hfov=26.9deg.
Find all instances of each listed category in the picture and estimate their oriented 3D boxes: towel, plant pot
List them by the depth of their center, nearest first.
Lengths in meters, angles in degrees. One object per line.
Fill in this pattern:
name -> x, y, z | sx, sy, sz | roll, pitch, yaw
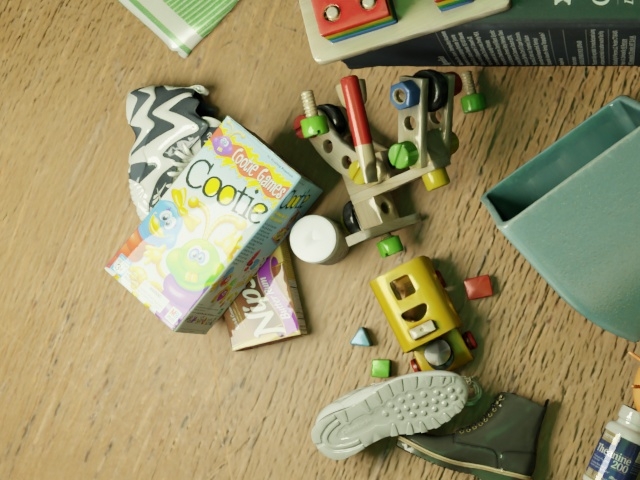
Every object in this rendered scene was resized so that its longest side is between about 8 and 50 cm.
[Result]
plant pot -> 0.397, -0.014, 1.786 | 0.248, 0.247, 0.252 | -37, 98, 7
towel -> -0.185, -0.471, 2.038 | 0.248, 0.038, 0.325 | 43, 93, 10

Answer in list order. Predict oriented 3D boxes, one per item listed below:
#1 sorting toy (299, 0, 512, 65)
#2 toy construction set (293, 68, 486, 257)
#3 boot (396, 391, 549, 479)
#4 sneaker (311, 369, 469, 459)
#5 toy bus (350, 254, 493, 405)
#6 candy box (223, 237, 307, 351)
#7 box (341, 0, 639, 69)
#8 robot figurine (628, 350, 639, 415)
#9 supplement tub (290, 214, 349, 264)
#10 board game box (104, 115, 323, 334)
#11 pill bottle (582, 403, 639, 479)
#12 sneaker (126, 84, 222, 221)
sorting toy -> 0.078, -0.380, 1.655 | 0.257, 0.089, 0.255 | -15, 84, 13
toy construction set -> 0.090, -0.098, 1.834 | 0.257, 0.309, 0.237 | -13, 89, 19
boot -> 0.217, 0.264, 1.893 | 0.198, 0.077, 0.137 | 17, 85, -1
sneaker -> 0.098, 0.228, 1.890 | 0.235, 0.095, 0.090 | -19, 104, 16
toy bus -> 0.149, 0.121, 1.893 | 0.202, 0.104, 0.191 | 17, 90, 13
candy box -> -0.095, 0.062, 1.974 | 0.109, 0.053, 0.186 | -14, 82, 11
box -> 0.248, -0.491, 1.820 | 0.472, 0.297, 0.480 | 1, 87, 14
robot figurine -> 0.515, 0.210, 1.789 | 0.219, 0.128, 0.158 | 21, 73, -2
supplement tub -> 0.000, 0.000, 1.930 | 0.071, 0.107, 0.071 | -1, 86, 12
board game box -> -0.148, -0.017, 1.892 | 0.142, 0.144, 0.275 | 41, 94, 14
pill bottle -> 0.415, 0.291, 1.845 | 0.067, 0.067, 0.120 | 24, 92, 12
sneaker -> -0.199, -0.125, 1.986 | 0.153, 0.094, 0.235 | -10, 74, 20
